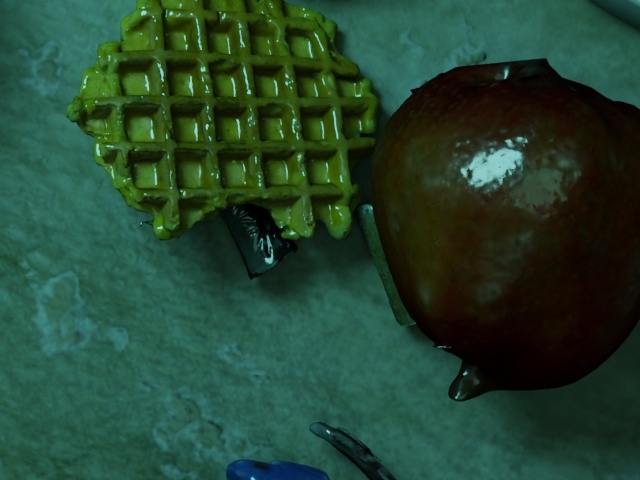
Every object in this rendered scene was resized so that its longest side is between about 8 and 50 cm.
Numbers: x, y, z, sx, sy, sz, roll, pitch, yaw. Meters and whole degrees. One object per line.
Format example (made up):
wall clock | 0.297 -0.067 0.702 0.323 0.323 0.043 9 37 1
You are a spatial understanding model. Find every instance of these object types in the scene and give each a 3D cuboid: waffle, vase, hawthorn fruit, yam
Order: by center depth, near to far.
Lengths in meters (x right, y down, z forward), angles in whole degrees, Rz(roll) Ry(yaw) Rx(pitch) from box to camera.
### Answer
hawthorn fruit | 0.196 -0.020 1.224 0.295 0.295 0.311 -19 98 -1
waffle | -0.085 -0.121 1.274 0.301 0.058 0.281 21 71 -15
vase | -0.090 -0.045 1.319 0.059 0.059 0.167 -33 92 0
yam | 0.079 0.017 1.327 0.054 0.054 0.132 -20 92 -1

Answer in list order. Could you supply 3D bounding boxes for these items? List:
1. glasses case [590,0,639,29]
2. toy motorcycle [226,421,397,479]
glasses case | 0.341 -0.233 1.307 0.233 0.092 0.059 28 92 0
toy motorcycle | -0.010 0.332 1.295 0.319 0.241 0.182 49 130 -7
